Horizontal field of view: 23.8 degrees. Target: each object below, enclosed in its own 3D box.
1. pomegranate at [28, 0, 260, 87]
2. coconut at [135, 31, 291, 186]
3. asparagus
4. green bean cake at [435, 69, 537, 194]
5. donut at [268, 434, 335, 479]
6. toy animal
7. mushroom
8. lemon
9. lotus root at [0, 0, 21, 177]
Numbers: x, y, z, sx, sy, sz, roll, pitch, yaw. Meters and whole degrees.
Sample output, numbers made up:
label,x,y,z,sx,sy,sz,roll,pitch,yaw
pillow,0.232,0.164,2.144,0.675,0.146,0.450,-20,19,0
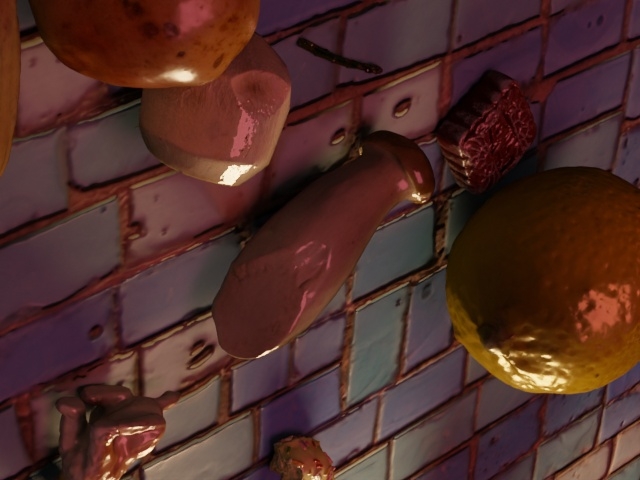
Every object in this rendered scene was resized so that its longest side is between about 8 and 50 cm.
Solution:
label,x,y,z,sx,sy,sz,roll,pitch,yaw
pomegranate,-0.161,-0.235,1.413,0.215,0.215,0.215,-28,134,-33
coconut,-0.107,-0.149,1.571,0.161,0.161,0.162,9,106,-51
asparagus,0.028,-0.212,1.787,0.163,0.016,0.016,12,88,-50
green bean cake,0.225,-0.141,2.026,0.135,0.056,0.135,-48,143,-13
donut,-0.026,0.339,2.080,0.108,0.065,0.166,-15,126,-43
toy animal,-0.243,0.264,1.762,0.184,0.104,0.185,-6,115,-54
mushroom,0.000,0.000,1.816,0.350,0.128,0.128,-44,141,-22
lemon,0.335,0.052,2.080,0.336,0.336,0.336,-28,134,-33
lotus root,-0.338,-0.160,1.298,0.169,0.152,0.342,-74,173,-60
